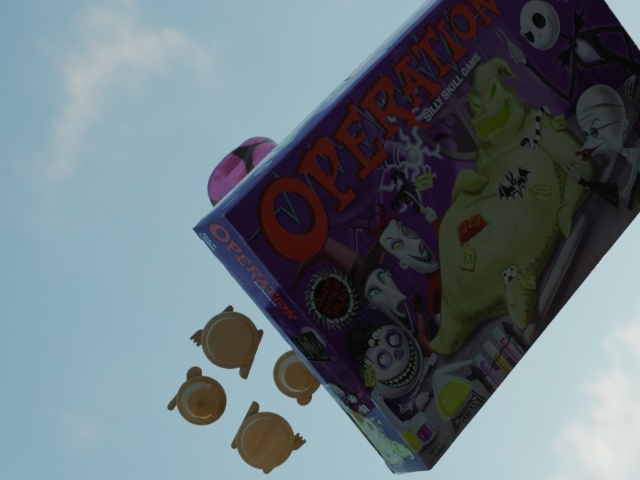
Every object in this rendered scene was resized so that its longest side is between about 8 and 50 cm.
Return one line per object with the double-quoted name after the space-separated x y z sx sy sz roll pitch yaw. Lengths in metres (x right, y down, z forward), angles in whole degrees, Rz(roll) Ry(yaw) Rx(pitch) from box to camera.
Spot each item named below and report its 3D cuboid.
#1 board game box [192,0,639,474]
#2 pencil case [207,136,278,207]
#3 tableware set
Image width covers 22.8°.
0.098 -0.041 1.036 0.208 0.056 0.347 49 -120 -9 "board game box"
0.000 0.000 1.370 0.095 0.209 0.098 -48 -21 -3 "pencil case"
-0.078 0.162 1.724 0.169 0.020 0.141 31 -87 -5 "tableware set"
